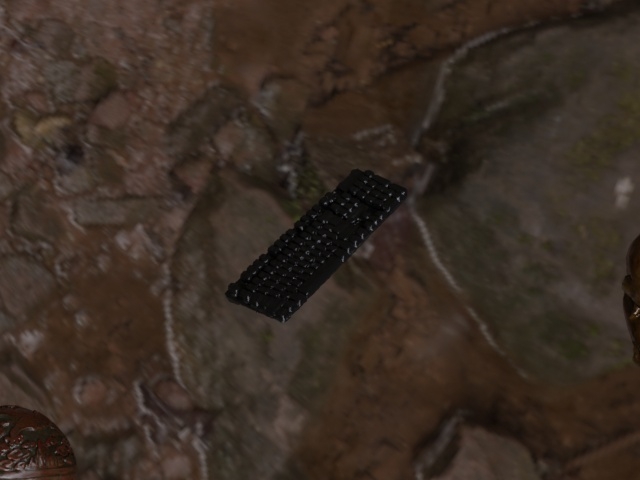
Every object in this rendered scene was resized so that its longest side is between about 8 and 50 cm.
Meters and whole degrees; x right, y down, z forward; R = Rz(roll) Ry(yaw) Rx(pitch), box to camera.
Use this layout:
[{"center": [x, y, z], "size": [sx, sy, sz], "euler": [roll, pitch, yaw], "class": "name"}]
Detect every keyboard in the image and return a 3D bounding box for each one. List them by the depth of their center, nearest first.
[{"center": [0.000, 0.000, 1.315], "size": [0.195, 0.060, 0.018], "euler": [-45, 147, -39], "class": "keyboard"}]

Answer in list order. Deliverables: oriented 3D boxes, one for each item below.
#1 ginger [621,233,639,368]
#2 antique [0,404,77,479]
[{"center": [0.287, 0.052, 1.263], "size": [0.103, 0.073, 0.162], "euler": [-19, 99, 4], "class": "ginger"}, {"center": [-0.229, 0.170, 1.170], "size": [0.104, 0.104, 0.104], "euler": [-6, 105, -22], "class": "antique"}]
